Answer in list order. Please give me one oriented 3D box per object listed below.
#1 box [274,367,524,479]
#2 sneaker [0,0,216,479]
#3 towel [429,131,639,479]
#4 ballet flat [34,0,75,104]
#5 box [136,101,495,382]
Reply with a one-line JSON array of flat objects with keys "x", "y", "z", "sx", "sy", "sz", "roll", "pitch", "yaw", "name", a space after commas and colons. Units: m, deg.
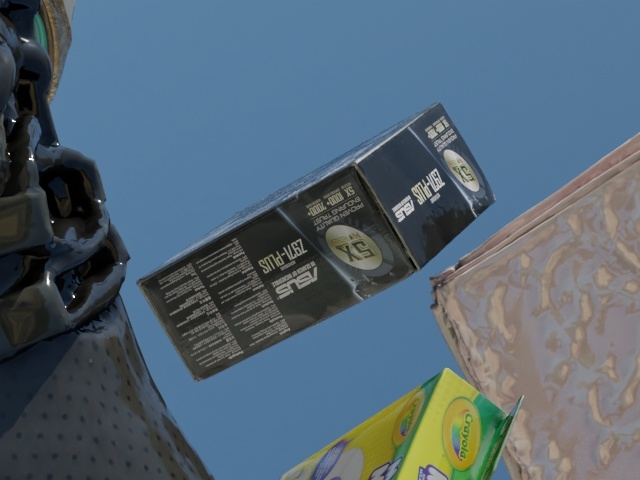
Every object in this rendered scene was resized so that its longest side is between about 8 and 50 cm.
[{"x": 0.019, "y": 0.129, "z": 0.851, "sx": 0.043, "sy": 0.105, "sz": 0.179, "roll": 39, "pitch": -42, "yaw": -13, "name": "box"}, {"x": -0.102, "y": -0.031, "z": 0.393, "sx": 0.139, "sy": 0.125, "sz": 0.341, "roll": -38, "pitch": -83, "yaw": 5, "name": "sneaker"}, {"x": 0.258, "y": 0.086, "z": 1.296, "sx": 0.053, "sy": 0.317, "sz": 0.332, "roll": 19, "pitch": -42, "yaw": 64, "name": "towel"}, {"x": -0.190, "y": -0.176, "z": 1.237, "sx": 0.073, "sy": 0.067, "sz": 0.206, "roll": 28, "pitch": -38, "yaw": 26, "name": "ballet flat"}, {"x": 0.000, "y": 0.000, "z": 1.186, "sx": 0.180, "sy": 0.147, "sz": 0.077, "roll": -28, "pitch": -85, "yaw": 29, "name": "box"}]
